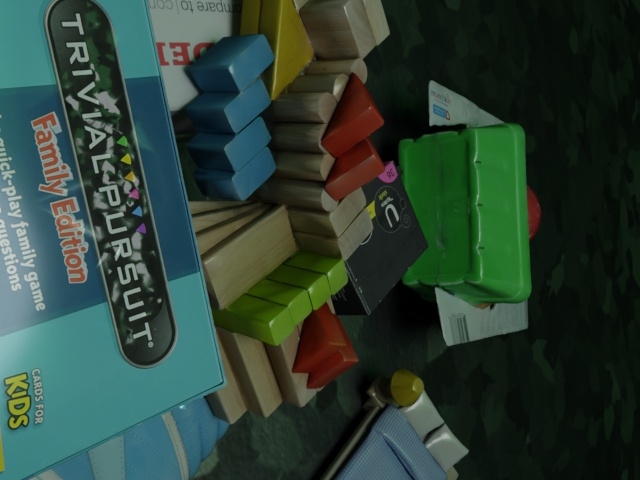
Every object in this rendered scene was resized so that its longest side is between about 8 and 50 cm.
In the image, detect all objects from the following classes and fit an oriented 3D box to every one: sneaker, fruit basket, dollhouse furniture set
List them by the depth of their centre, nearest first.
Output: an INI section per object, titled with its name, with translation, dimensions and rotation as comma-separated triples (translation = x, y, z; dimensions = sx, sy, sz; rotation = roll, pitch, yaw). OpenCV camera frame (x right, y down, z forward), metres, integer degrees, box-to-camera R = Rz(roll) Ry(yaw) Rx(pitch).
[sneaker]
translation = -0.184, 0.086, 0.475
dimensions = 0.208, 0.127, 0.319
rotation = -49, 129, -35
[dollhouse furniture set]
translation = 0.121, 0.328, 0.677
dimensions = 0.286, 0.198, 0.303
rotation = -42, 103, -39
[fruit basket]
translation = 0.227, -0.027, 0.915
dimensions = 0.353, 0.165, 0.327
rotation = 5, 82, -61

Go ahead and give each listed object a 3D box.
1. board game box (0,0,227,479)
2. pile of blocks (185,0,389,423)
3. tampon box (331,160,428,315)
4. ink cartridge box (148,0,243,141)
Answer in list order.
[board game box]
translation = -0.217, 0.003, 0.270
dimensions = 0.336, 0.079, 0.254
rotation = -19, 104, -42
[pile of blocks]
translation = -0.020, -0.036, 0.451
dimensions = 0.148, 0.112, 0.363
rotation = -9, 104, -49
[tampon box]
translation = 0.000, 0.000, 0.642
dimensions = 0.120, 0.160, 0.102
rotation = -43, 116, -40
[ink cartridge box]
translation = -0.156, -0.277, 0.510
dimensions = 0.279, 0.160, 0.385
rotation = -17, 99, -45
